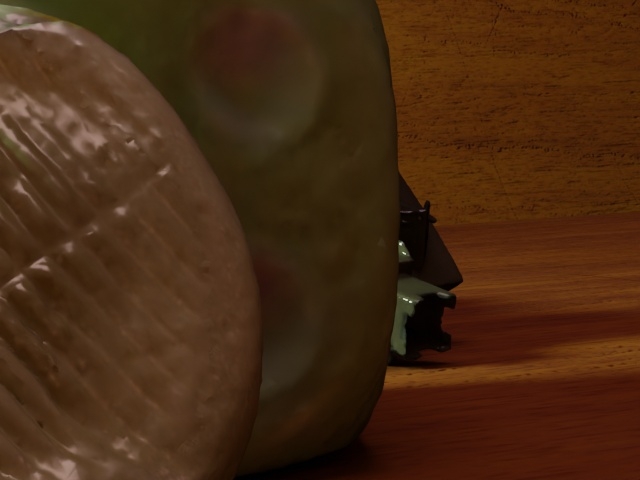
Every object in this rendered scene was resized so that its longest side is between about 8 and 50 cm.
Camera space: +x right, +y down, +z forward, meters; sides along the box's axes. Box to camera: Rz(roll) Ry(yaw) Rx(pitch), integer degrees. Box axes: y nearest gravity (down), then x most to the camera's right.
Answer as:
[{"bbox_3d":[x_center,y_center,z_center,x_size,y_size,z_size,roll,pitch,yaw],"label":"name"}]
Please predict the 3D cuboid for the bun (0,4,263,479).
[{"bbox_3d":[-0.135,0.030,0.458,0.229,0.229,0.145,-5,-27,-36],"label":"bun"}]

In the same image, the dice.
[{"bbox_3d":[-0.104,-0.020,0.682,0.250,0.254,0.252,-1,1,-11],"label":"dice"}]

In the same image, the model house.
[{"bbox_3d":[0.000,0.000,0.973,0.211,0.204,0.243,-8,22,-40],"label":"model house"}]
